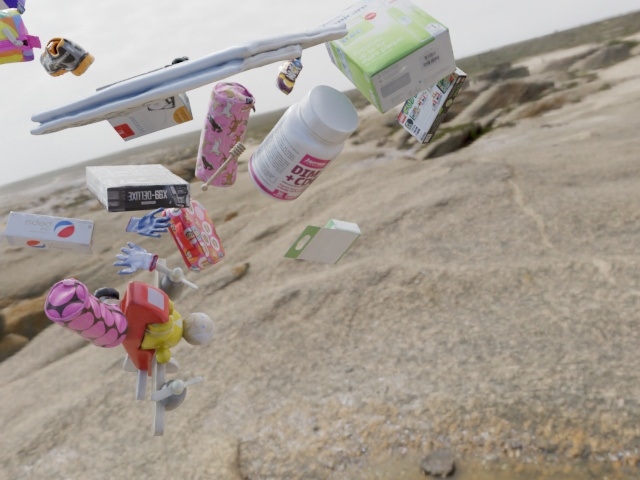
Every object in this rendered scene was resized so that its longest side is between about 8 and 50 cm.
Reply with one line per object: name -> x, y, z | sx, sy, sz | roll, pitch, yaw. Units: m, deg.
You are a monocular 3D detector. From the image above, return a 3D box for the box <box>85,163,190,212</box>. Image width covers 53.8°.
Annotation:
box -> -0.562, -0.166, 1.928 | 0.242, 0.076, 0.307 | -7, 20, -30

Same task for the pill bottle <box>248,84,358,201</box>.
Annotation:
pill bottle -> -0.043, -0.228, 1.505 | 0.160, 0.160, 0.283 | -24, -13, -43

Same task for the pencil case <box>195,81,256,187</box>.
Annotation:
pencil case -> -0.355, -0.385, 2.341 | 0.167, 0.386, 0.160 | 21, 32, 0

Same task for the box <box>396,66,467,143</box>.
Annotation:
box -> 0.285, -0.369, 1.644 | 0.036, 0.207, 0.114 | -10, 49, -40

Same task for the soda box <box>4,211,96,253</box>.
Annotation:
soda box -> -0.721, -0.019, 1.695 | 0.216, 0.074, 0.069 | 7, -28, -12

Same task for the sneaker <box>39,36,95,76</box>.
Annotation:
sneaker -> -0.622, -0.448, 1.511 | 0.215, 0.083, 0.084 | 12, 68, 42

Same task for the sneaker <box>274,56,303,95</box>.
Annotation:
sneaker -> -0.102, -0.568, 2.126 | 0.084, 0.069, 0.185 | -36, 36, 34

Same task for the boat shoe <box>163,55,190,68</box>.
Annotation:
boat shoe -> -0.367, -0.465, 1.719 | 0.078, 0.070, 0.219 | -7, 21, 9

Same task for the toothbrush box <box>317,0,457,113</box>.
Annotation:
toothbrush box -> 0.153, -0.456, 1.489 | 0.206, 0.122, 0.283 | -30, 46, -2

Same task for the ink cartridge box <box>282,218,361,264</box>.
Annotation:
ink cartridge box -> 0.000, 0.000, 2.142 | 0.235, 0.056, 0.171 | 11, -47, -36

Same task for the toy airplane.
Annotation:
toy airplane -> -0.410, 0.259, 1.643 | 0.272, 0.386, 0.384 | -7, 8, -5

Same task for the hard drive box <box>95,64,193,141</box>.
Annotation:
hard drive box -> -0.530, -0.413, 1.919 | 0.232, 0.089, 0.181 | -17, -23, 3

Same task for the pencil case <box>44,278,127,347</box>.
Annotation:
pencil case -> -0.466, 0.145, 1.268 | 0.095, 0.098, 0.209 | 8, -22, 9

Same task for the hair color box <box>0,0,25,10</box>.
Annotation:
hair color box -> -0.876, -0.749, 1.682 | 0.185, 0.339, 0.110 | -10, -29, 7

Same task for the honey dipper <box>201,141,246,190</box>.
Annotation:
honey dipper -> -0.254, -0.188, 1.642 | 0.161, 0.030, 0.030 | -52, 24, -14

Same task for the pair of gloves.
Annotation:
pair of gloves -> -0.467, 0.002, 1.663 | 0.159, 0.198, 0.023 | 4, -23, 32

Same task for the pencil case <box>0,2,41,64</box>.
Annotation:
pencil case -> -0.616, -0.339, 1.085 | 0.236, 0.104, 0.104 | -22, 13, -28

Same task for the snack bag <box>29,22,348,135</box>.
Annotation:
snack bag -> -0.157, -0.219, 0.844 | 0.323, 0.037, 0.342 | -10, 17, 25

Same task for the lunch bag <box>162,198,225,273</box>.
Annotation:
lunch bag -> -0.511, -0.020, 2.543 | 0.120, 0.293, 0.258 | -25, 4, 11
